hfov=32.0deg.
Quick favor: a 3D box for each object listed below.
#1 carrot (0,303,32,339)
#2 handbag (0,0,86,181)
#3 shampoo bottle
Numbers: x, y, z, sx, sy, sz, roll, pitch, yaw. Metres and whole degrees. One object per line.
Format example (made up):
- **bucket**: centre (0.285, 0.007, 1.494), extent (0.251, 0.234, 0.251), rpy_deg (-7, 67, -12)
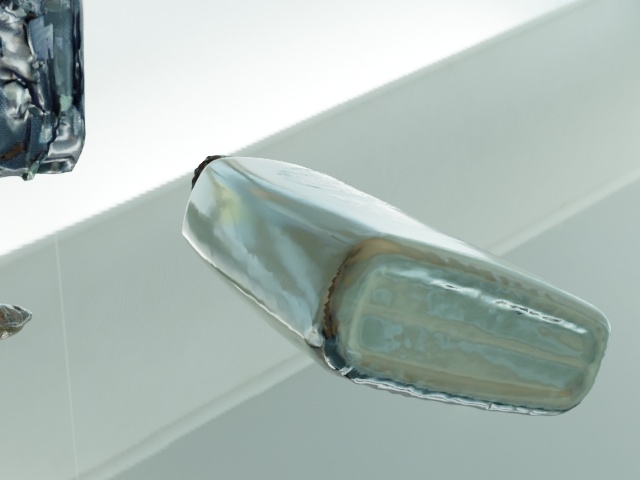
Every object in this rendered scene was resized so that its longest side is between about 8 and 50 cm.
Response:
- **carrot**: centre (-0.261, 0.068, 0.722), extent (0.047, 0.047, 0.191), rpy_deg (41, -158, 17)
- **handbag**: centre (-0.154, -0.114, 0.344), extent (0.162, 0.260, 0.113), rpy_deg (-3, -137, -15)
- **shampoo bottle**: centre (0.000, 0.000, 0.579), extent (0.153, 0.071, 0.284), rpy_deg (14, -169, -32)
